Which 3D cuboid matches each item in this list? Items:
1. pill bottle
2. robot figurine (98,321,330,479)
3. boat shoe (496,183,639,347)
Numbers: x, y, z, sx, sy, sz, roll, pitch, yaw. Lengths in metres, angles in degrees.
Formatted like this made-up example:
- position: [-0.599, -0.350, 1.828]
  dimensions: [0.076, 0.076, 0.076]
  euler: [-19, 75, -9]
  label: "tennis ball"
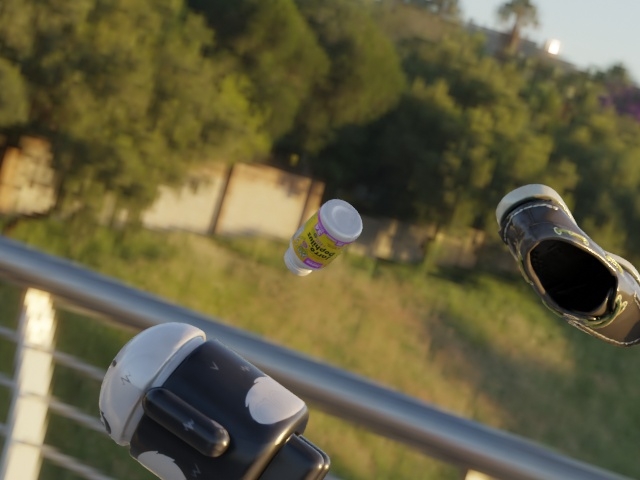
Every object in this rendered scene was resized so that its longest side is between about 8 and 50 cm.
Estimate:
- position: [0.000, 0.000, 1.437]
  dimensions: [0.043, 0.043, 0.083]
  euler: [14, -37, -28]
  label: "pill bottle"
- position: [-0.127, 0.218, 1.809]
  dimensions: [0.278, 0.209, 0.173]
  euler: [35, 49, 11]
  label: "robot figurine"
- position: [0.237, 0.041, 1.412]
  dimensions: [0.228, 0.081, 0.069]
  euler: [41, 23, -36]
  label: "boat shoe"
